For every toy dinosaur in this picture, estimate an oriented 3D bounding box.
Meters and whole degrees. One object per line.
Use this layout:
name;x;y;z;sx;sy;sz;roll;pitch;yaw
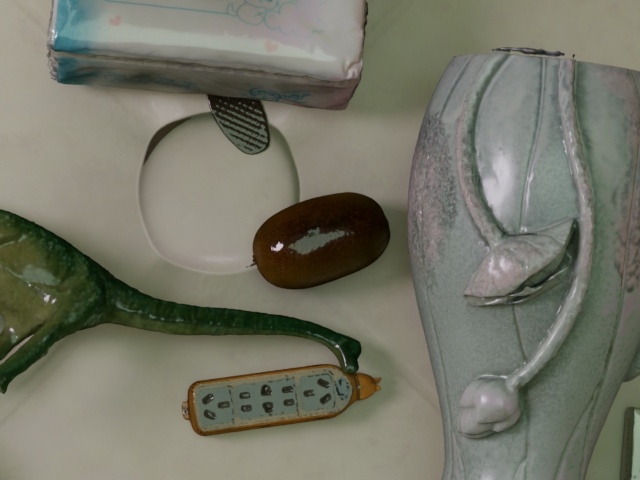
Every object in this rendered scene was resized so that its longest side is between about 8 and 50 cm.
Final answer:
toy dinosaur;-0.202;0.006;1.633;0.301;0.087;0.447;-34;78;-26

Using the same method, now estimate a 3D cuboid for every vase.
vase;0.176;0.067;1.601;0.250;0.250;0.445;7;88;-8

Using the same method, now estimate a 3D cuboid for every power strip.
power strip;-0.032;0.137;1.664;0.178;0.028;0.049;-7;84;-10

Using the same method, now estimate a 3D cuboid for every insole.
insole;-0.084;-0.139;1.701;0.045;0.002;0.135;-24;87;-11

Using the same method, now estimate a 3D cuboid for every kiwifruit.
kiwifruit;0.000;0.000;1.664;0.124;0.075;0.075;-16;86;-6

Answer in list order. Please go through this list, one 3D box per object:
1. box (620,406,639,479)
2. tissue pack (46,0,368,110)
box;0.380;0.221;1.714;0.220;0.032;0.122;7;83;-8
tissue pack;-0.096;-0.227;1.647;0.271;0.124;0.201;5;79;-7
